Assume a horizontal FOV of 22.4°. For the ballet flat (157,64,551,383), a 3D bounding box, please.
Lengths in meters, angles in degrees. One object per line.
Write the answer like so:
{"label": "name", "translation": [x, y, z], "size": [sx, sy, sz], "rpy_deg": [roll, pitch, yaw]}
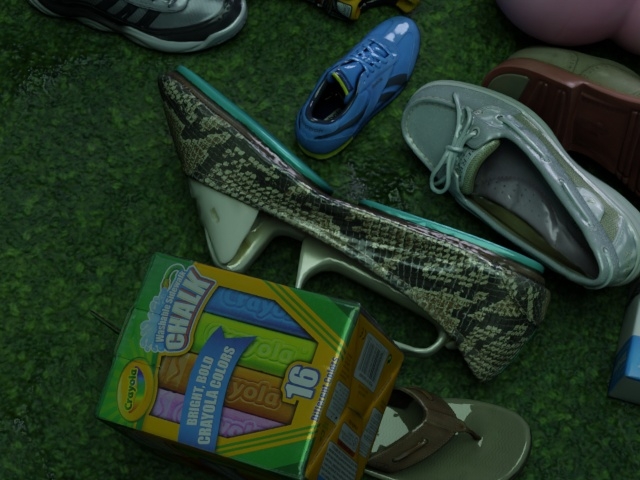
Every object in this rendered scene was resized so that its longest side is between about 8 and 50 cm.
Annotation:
{"label": "ballet flat", "translation": [0.000, 0.000, 1.694], "size": [0.482, 0.164, 0.182], "rpy_deg": [30, 88, 8]}

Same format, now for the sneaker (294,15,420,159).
{"label": "sneaker", "translation": [0.047, -0.181, 1.796], "size": [0.069, 0.082, 0.209], "rpy_deg": [34, 68, 14]}

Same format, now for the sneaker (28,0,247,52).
{"label": "sneaker", "translation": [-0.214, -0.296, 1.794], "size": [0.268, 0.153, 0.101], "rpy_deg": [13, 68, 3]}

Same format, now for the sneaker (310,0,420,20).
{"label": "sneaker", "translation": [0.012, -0.301, 1.840], "size": [0.225, 0.088, 0.093], "rpy_deg": [-2, 69, -3]}

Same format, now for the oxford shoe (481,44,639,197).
{"label": "oxford shoe", "translation": [0.354, -0.132, 1.754], "size": [0.348, 0.123, 0.130], "rpy_deg": [28, 42, 14]}

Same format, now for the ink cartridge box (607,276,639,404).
{"label": "ink cartridge box", "translation": [0.399, 0.079, 1.700], "size": [0.148, 0.086, 0.203], "rpy_deg": [14, 69, 4]}

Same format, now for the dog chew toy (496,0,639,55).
{"label": "dog chew toy", "translation": [0.359, -0.298, 1.798], "size": [0.331, 0.206, 0.207], "rpy_deg": [14, 68, -7]}

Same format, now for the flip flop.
{"label": "flip flop", "translation": [0.077, 0.188, 1.647], "size": [0.277, 0.080, 0.112], "rpy_deg": [15, 67, 5]}

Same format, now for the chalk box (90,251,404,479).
{"label": "chalk box", "translation": [-0.095, 0.133, 1.585], "size": [0.289, 0.180, 0.179], "rpy_deg": [13, 75, 22]}

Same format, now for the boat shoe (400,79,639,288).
{"label": "boat shoe", "translation": [0.202, -0.061, 1.706], "size": [0.320, 0.118, 0.103], "rpy_deg": [43, 30, 22]}
